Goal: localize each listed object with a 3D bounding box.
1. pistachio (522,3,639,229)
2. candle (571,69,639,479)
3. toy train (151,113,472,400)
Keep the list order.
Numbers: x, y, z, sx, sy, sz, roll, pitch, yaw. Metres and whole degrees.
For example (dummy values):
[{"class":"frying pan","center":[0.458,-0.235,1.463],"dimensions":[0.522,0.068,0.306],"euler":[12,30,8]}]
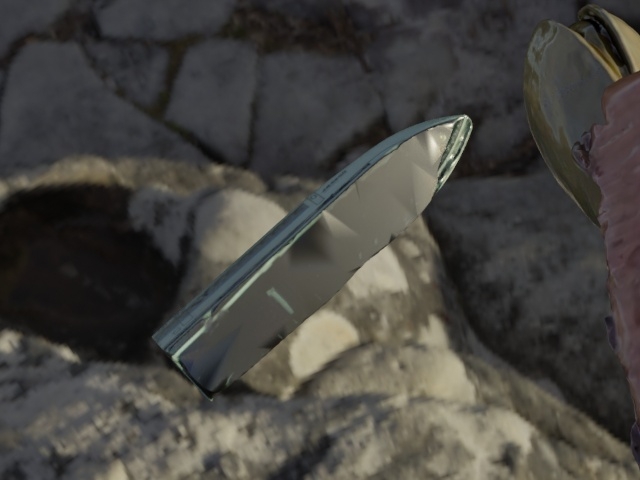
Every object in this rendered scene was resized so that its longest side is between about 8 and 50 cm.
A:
[{"class":"pistachio","center":[0.267,-0.101,1.395],"dimensions":[0.137,0.153,0.238],"euler":[-23,72,-16]},{"class":"candle","center":[0.224,0.034,0.562],"dimensions":[0.287,0.131,0.317],"euler":[53,41,-1]},{"class":"toy train","center":[0.000,0.000,1.030],"dimensions":[0.252,0.055,0.048],"euler":[-41,24,-7]}]
